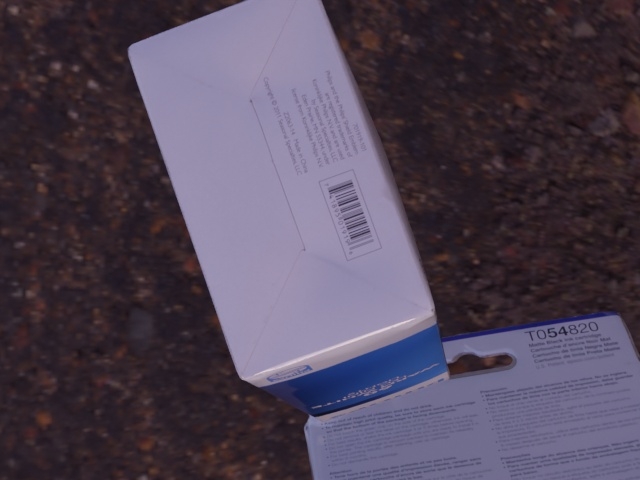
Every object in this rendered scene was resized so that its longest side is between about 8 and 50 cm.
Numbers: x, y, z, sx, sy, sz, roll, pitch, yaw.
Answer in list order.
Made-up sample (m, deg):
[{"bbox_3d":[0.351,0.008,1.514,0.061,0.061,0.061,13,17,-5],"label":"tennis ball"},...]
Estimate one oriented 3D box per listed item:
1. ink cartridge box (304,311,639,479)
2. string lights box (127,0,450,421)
[{"bbox_3d":[0.107,0.144,0.858,0.223,0.224,0.045,-9,128,-1],"label":"ink cartridge box"},{"bbox_3d":[0.000,0.000,0.626,0.076,0.260,0.133,-20,77,2],"label":"string lights box"}]
